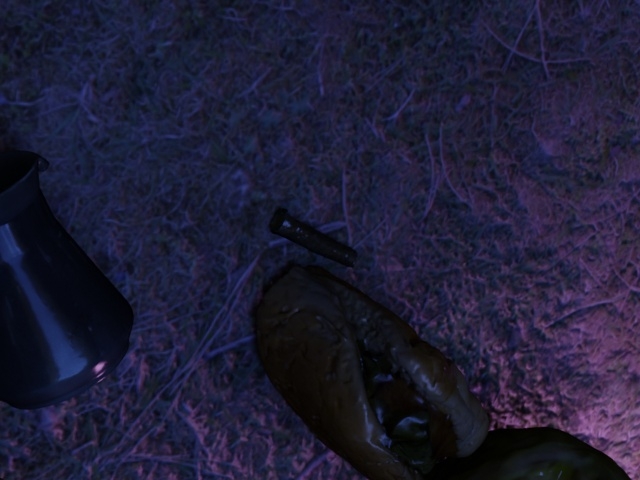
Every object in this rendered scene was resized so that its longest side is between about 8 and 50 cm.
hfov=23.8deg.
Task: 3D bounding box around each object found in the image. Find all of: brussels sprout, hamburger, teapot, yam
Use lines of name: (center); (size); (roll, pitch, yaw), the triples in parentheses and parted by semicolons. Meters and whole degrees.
brussels sprout: (0.236, 0.368, 1.867); (0.344, 0.344, 0.268); (-15, 80, -24)
hamburger: (0.073, 0.183, 1.749); (0.162, 0.209, 0.330); (-43, 122, -9)
teapot: (-0.312, 0.044, 1.506); (0.203, 0.171, 0.225); (-27, 114, -10)
yam: (0.000, 0.000, 1.743); (0.129, 0.027, 0.033); (24, 97, -35)

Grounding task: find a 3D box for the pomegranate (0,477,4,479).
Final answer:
pomegranate: (-0.407, 0.290, 1.510); (0.260, 0.260, 0.341); (32, 62, -35)
